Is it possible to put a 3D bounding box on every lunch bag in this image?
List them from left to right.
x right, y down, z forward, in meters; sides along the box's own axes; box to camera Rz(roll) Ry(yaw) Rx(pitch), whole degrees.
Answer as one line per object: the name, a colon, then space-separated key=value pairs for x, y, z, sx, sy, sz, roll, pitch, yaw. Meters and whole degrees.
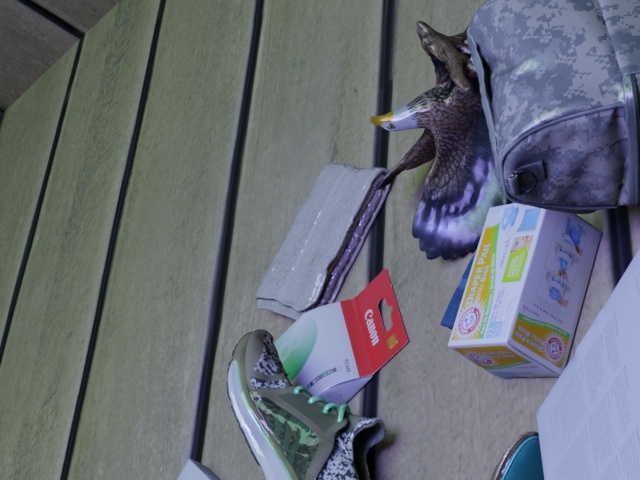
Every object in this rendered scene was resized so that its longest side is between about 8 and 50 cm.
lunch bag: x=0.318 y=-0.186 z=1.663 sx=0.256 sy=0.213 sz=0.305 roll=-7 pitch=46 yaw=4

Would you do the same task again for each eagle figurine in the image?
eagle figurine: x=0.179 y=-0.158 z=1.957 sx=0.225 sy=0.298 sz=0.226 roll=13 pitch=41 yaw=22

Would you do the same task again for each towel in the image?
towel: x=0.000 y=0.000 z=2.241 sx=0.187 sy=0.049 sz=0.282 roll=12 pitch=73 yaw=59
towel: x=0.212 y=0.071 z=1.864 sx=0.067 sy=0.029 sz=0.119 roll=13 pitch=74 yaw=60

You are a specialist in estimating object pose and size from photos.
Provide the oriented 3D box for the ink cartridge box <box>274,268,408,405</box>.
ink cartridge box: x=0.023 y=0.157 z=2.055 sx=0.225 sy=0.056 sz=0.181 roll=-48 pitch=31 yaw=23

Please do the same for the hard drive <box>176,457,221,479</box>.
hard drive: x=-0.237 y=0.533 z=2.110 sx=0.353 sy=0.047 sz=0.233 roll=-60 pitch=29 yaw=-3

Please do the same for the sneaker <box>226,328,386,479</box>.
sneaker: x=0.005 y=0.275 z=1.888 sx=0.182 sy=0.158 sz=0.410 roll=-29 pitch=52 yaw=8

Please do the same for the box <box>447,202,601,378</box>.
box: x=0.256 y=0.062 z=1.726 sx=0.114 sy=0.103 sz=0.203 roll=-12 pitch=53 yaw=53

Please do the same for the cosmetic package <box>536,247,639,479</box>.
cosmetic package: x=0.324 y=0.224 z=1.343 sx=0.377 sy=0.097 sz=0.284 roll=-88 pitch=14 yaw=-50

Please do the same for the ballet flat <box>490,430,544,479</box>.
ballet flat: x=0.209 y=0.315 z=1.564 sx=0.067 sy=0.073 sz=0.206 roll=-175 pitch=99 yaw=-68
